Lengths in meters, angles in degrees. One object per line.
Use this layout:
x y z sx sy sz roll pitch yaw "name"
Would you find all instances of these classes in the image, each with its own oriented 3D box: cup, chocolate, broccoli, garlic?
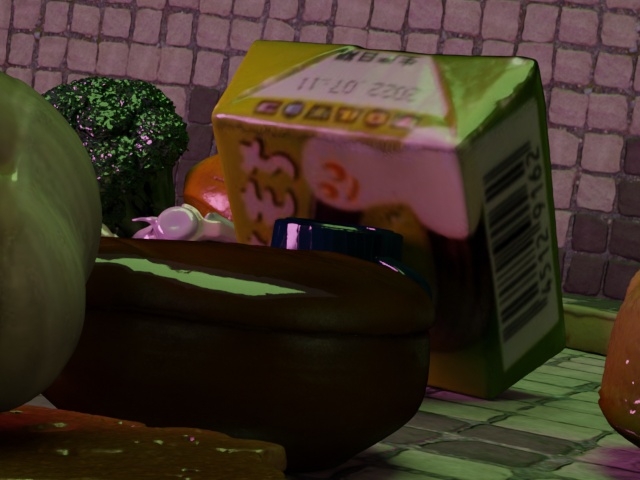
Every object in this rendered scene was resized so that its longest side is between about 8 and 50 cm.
0.023 0.057 1.249 0.150 0.138 0.113 8 3 15 "cup"
0.057 -0.017 1.374 0.289 0.300 0.137 10 34 31 "chocolate"
-0.282 -0.066 1.864 0.308 0.308 0.275 10 -29 43 "broccoli"
-0.236 0.012 0.694 0.281 0.203 0.184 -9 27 -10 "garlic"

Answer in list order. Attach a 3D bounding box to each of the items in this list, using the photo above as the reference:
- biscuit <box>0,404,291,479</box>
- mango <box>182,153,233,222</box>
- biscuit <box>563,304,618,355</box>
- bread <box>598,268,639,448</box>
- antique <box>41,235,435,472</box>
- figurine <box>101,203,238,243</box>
-0.108 0.112 0.734 0.183 0.043 0.280 5 -2 -39 "biscuit"
0.000 0.000 1.801 0.350 0.201 0.199 29 41 5 "mango"
0.371 0.117 1.888 0.052 0.056 0.188 4 3 -44 "biscuit"
0.324 0.103 1.068 0.270 0.148 0.270 9 6 -1 "bread"
-0.057 0.065 0.940 0.278 0.129 0.223 6 4 -37 "antique"
-0.157 0.020 1.494 0.237 0.141 0.162 6 -33 -8 "figurine"
